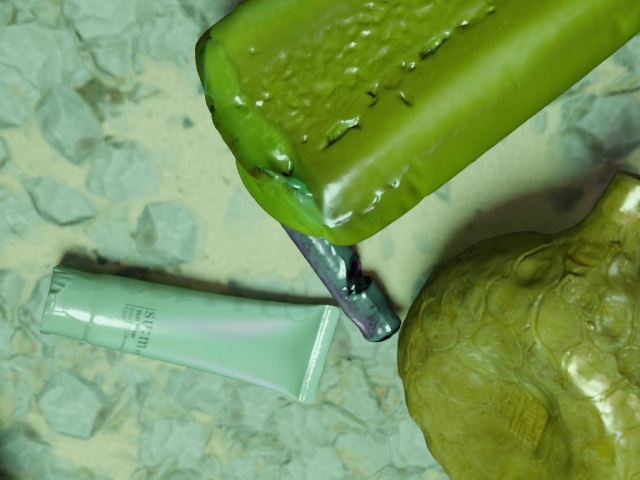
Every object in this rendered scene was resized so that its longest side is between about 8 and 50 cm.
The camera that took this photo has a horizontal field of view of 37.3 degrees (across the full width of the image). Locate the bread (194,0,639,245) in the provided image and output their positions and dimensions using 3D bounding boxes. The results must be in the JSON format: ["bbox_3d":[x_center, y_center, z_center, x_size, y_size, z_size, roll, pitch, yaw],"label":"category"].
[{"bbox_3d":[0.103,-0.153,0.578,0.384,0.112,0.166,-37,78,4],"label":"bread"}]

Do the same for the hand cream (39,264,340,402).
[{"bbox_3d":[-0.092,0.063,0.673,0.205,0.050,0.078,13,101,-12],"label":"hand cream"}]

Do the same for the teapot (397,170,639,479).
[{"bbox_3d":[0.168,0.091,0.648,0.167,0.203,0.311,-31,140,-36],"label":"teapot"}]

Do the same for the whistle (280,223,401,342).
[{"bbox_3d":[0.000,0.000,0.665,0.033,0.033,0.176,-34,108,7],"label":"whistle"}]
